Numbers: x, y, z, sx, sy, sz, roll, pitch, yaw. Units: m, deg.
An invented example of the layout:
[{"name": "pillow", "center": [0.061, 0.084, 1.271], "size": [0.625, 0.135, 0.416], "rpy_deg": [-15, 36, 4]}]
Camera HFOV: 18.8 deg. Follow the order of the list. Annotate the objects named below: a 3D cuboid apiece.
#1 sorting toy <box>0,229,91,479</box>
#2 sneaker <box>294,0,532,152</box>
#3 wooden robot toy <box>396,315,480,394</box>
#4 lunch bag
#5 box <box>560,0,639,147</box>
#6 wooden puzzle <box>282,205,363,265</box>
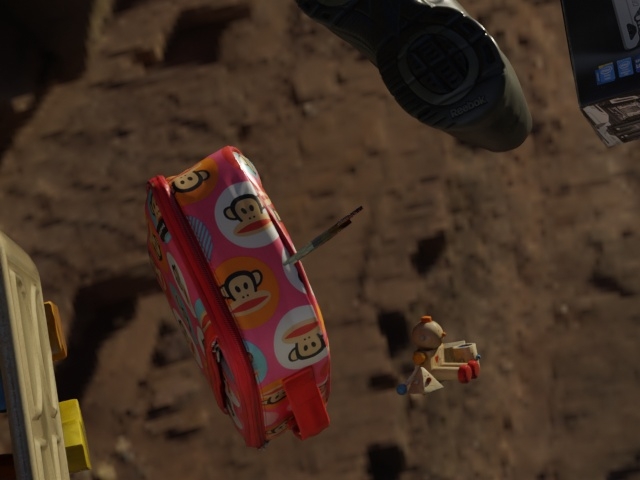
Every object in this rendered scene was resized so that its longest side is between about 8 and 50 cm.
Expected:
[{"name": "sorting toy", "center": [-0.161, 0.106, 1.080], "size": [0.041, 0.229, 0.307], "rpy_deg": [-13, -4, -5]}, {"name": "sneaker", "center": [0.070, -0.169, 1.559], "size": [0.109, 0.130, 0.286], "rpy_deg": [-39, 56, 10]}, {"name": "wooden robot toy", "center": [0.136, 0.121, 2.171], "size": [0.076, 0.079, 0.173], "rpy_deg": [-8, 5, 25]}, {"name": "lunch bag", "center": [-0.064, 0.073, 1.811], "size": [0.120, 0.293, 0.258], "rpy_deg": [-25, 71, -9]}, {"name": "box", "center": [0.321, -0.222, 1.370], "size": [0.307, 0.076, 0.242], "rpy_deg": [-15, 62, 20]}, {"name": "wooden puzzle", "center": [0.000, 0.000, 1.487], "size": [0.049, 0.006, 0.083], "rpy_deg": [-35, -2, -34]}]
